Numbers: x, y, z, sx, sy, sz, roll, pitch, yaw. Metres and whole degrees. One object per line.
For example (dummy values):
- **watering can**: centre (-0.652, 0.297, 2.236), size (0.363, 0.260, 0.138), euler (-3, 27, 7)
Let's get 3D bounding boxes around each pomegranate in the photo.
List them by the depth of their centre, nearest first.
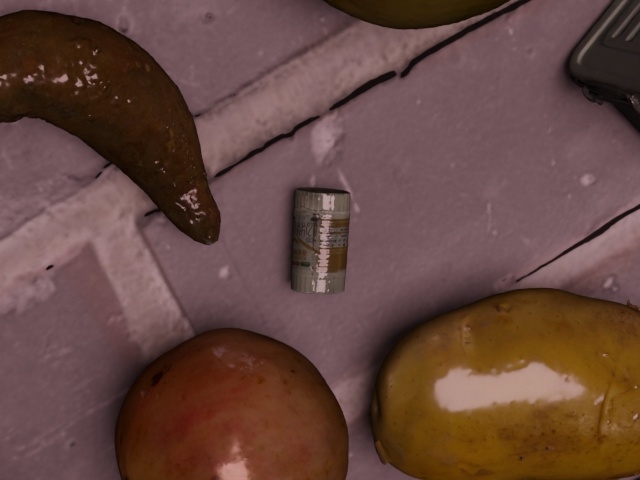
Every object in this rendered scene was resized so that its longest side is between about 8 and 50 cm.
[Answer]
- **pomegranate**: centre (-0.066, 0.163, 1.185), size (0.191, 0.191, 0.191), euler (-3, 99, -19)

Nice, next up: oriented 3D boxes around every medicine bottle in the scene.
- **medicine bottle**: centre (0.000, 0.000, 1.253), size (0.047, 0.047, 0.083), euler (1, 98, -19)

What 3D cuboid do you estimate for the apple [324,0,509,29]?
- **apple**: centre (0.078, -0.302, 1.127), size (0.292, 0.254, 0.292), euler (-5, 104, -21)

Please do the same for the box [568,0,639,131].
- **box**: centre (0.348, -0.173, 1.295), size (0.243, 0.163, 0.135), euler (-50, 118, -8)

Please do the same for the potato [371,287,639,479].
- **potato**: centre (0.190, 0.126, 1.289), size (0.300, 0.140, 0.173), euler (0, 105, -13)

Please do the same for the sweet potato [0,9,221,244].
- **sweet potato**: centre (-0.192, -0.108, 1.147), size (0.310, 0.098, 0.124), euler (22, 111, -22)
